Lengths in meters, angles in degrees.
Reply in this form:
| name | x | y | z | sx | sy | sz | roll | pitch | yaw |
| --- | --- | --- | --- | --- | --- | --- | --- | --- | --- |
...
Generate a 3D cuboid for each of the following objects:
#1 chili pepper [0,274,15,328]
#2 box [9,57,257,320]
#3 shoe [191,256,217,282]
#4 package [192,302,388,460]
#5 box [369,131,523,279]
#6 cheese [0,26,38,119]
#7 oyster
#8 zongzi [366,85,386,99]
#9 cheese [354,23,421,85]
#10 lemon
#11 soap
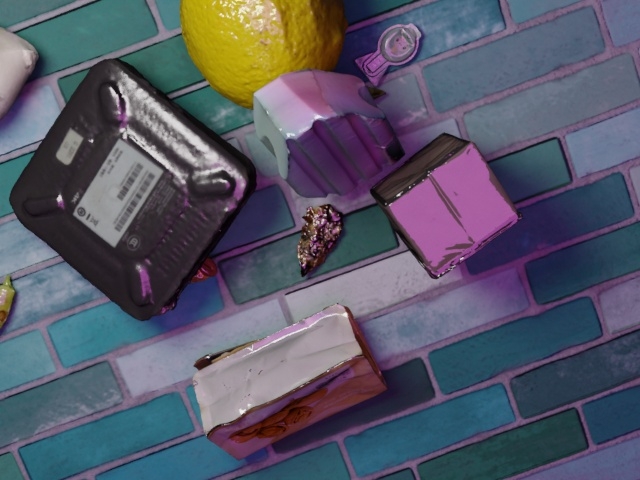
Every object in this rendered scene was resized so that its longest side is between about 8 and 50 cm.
| name | x | y | z | sx | sy | sz | roll | pitch | yaw |
| --- | --- | --- | --- | --- | --- | --- | --- | --- | --- |
| chili pepper | -0.604 | 0.157 | 1.852 | 0.049 | 0.043 | 0.208 | 35 | 98 | -21 |
| box | -0.322 | -0.079 | 1.745 | 0.350 | 0.091 | 0.359 | 38 | 107 | 4 |
| shoe | -0.224 | 0.022 | 1.830 | 0.069 | 0.072 | 0.109 | -7 | 99 | 38 |
| package | -0.062 | 0.243 | 1.857 | 0.311 | 0.221 | 0.165 | -26 | 62 | 4 |
| box | 0.201 | -0.066 | 1.737 | 0.188 | 0.252 | 0.153 | -36 | 99 | 5 |
| cheese | -0.590 | -0.273 | 1.711 | 0.198 | 0.154 | 0.189 | 22 | 105 | -7 |
| oyster | 0.000 | 0.000 | 1.854 | 0.086 | 0.029 | 0.132 | -1 | 99 | -3 |
| zongzi | 0.044 | -0.227 | 1.803 | 0.119 | 0.055 | 0.109 | 17 | 102 | -17 |
| cheese | 0.122 | -0.329 | 1.796 | 0.120 | 0.026 | 0.067 | -41 | 100 | 6 |
| lemon | -0.093 | -0.350 | 1.663 | 0.268 | 0.268 | 0.322 | -25 | 97 | 2 |
| soap | 0.009 | -0.173 | 1.668 | 0.193 | 0.324 | 0.109 | -33 | 72 | 5 |
